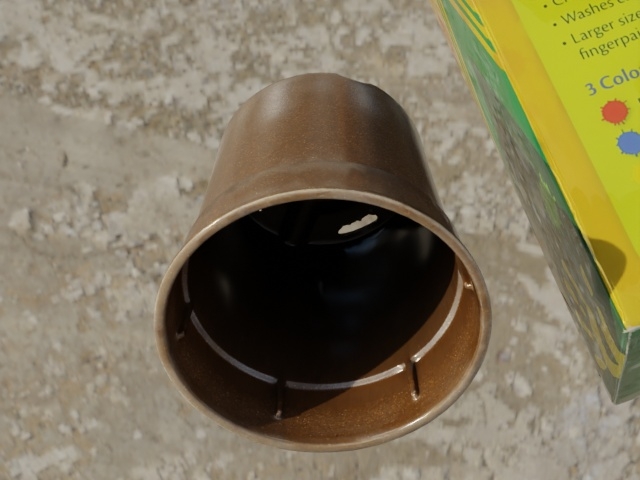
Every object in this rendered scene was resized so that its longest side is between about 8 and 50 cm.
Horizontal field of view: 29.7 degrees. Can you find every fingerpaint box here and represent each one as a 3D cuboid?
[{"bbox_3d":[0.317,-0.154,0.757,0.445,0.163,0.371,-21,65,1],"label":"fingerpaint box"}]

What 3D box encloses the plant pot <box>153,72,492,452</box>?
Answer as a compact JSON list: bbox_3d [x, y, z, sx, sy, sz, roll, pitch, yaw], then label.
[{"bbox_3d":[0.000,0.000,0.662,0.167,0.167,0.165,-3,34,1],"label":"plant pot"}]
